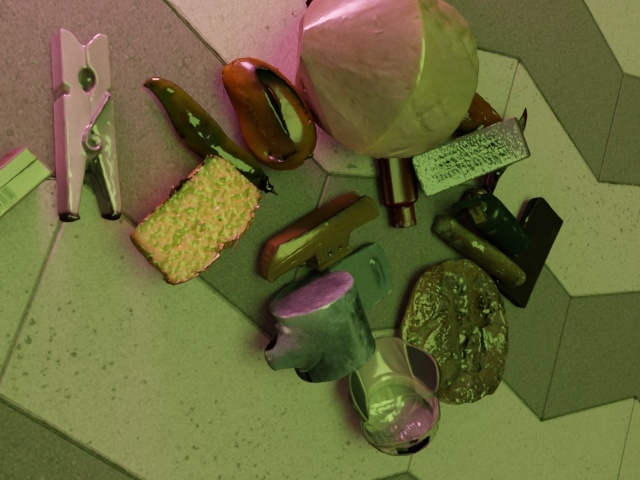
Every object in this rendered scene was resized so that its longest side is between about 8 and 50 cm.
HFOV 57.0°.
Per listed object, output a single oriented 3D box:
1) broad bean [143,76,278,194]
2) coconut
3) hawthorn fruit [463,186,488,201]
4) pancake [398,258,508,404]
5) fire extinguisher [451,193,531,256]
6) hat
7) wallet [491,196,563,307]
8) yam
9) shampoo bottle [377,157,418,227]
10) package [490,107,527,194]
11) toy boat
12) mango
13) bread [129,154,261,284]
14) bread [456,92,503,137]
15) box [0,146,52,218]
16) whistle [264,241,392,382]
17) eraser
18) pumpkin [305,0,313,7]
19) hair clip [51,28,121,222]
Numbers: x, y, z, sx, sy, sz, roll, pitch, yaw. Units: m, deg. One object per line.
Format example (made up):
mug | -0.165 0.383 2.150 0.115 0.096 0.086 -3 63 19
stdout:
broad bean | -0.216 -0.194 1.181 0.339 0.061 0.077 43 85 -26
coconut | 0.109 -0.358 1.214 0.415 0.415 0.345 6 111 -33
hawthorn fruit | 0.434 -0.105 1.609 0.103 0.066 0.067 29 76 -44
pancake | 0.356 0.238 1.552 0.387 0.082 0.387 4 83 -32
fire extinguisher | 0.455 -0.047 1.559 0.311 0.114 0.095 33 44 -48
hat | 0.168 0.370 1.406 0.232 0.161 0.275 -17 77 -19
wallet | 0.610 0.031 1.734 0.165 0.042 0.309 36 77 -28
yam | 0.429 0.029 1.589 0.317 0.067 0.071 33 117 -22
shampoo bottle | 0.188 -0.162 1.443 0.102 0.064 0.260 -14 100 -38
package | 0.520 -0.233 1.629 0.239 0.030 0.154 -57 159 -19
toy boat | 0.000 0.000 1.314 0.321 0.089 0.121 -33 124 -27
mango | -0.107 -0.258 1.204 0.156 0.151 0.249 -35 108 10
bread | -0.243 -0.029 1.125 0.160 0.147 0.261 44 62 -17
bread | 0.363 -0.343 1.540 0.344 0.084 0.124 30 58 -30
box | -0.533 -0.063 0.933 0.201 0.141 0.058 -49 121 -20
whistle | 0.028 0.150 1.309 0.168 0.188 0.405 70 26 -18
eraser | 0.381 -0.212 1.471 0.352 0.077 0.111 -22 90 -14
pumpkin | 0.112 -0.562 1.335 0.254 0.149 0.130 -37 102 -27
hair clip | -0.412 -0.198 1.039 0.101 0.085 0.331 -3 92 -35
